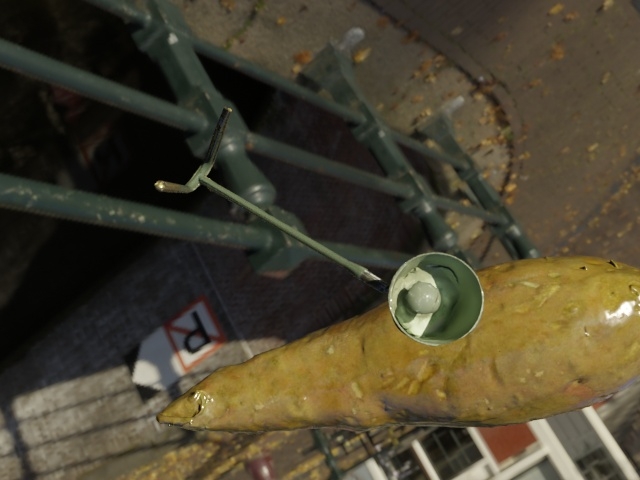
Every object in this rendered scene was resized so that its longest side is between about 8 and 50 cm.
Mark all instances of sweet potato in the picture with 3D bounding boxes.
[{"bbox_3d":[0.082,0.096,0.714,0.423,0.130,0.130,-13,158,12],"label":"sweet potato"}]

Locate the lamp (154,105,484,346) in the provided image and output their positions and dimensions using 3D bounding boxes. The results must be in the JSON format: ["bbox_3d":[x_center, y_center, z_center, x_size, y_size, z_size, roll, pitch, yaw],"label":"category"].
[{"bbox_3d":[0.001,0.001,0.327,0.041,0.121,0.054,-56,175,-10],"label":"lamp"}]
